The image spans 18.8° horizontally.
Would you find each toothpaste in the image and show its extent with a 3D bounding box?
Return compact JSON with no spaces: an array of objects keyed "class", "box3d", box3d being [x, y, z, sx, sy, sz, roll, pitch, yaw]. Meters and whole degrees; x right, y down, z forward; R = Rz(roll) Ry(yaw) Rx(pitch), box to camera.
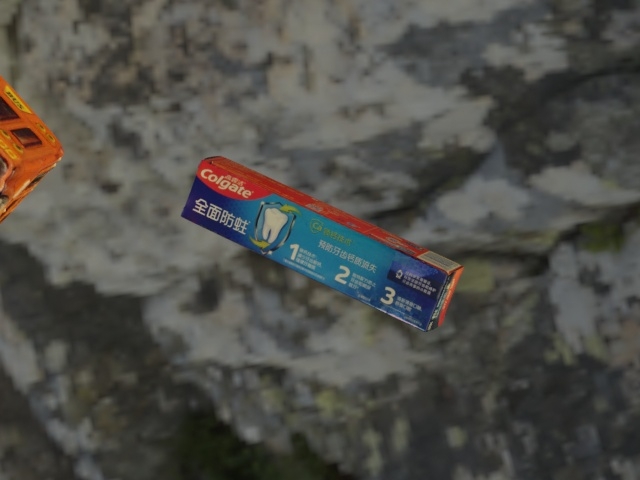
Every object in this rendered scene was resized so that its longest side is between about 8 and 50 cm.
[{"class":"toothpaste","box3d":[0.000,0.001,2.177,0.320,0.066,0.076,26,105,16]}]

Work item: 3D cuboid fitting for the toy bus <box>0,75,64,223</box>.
[{"class":"toy bus","box3d":[-0.353,0.007,1.470,0.143,0.153,0.329,47,108,7]}]
